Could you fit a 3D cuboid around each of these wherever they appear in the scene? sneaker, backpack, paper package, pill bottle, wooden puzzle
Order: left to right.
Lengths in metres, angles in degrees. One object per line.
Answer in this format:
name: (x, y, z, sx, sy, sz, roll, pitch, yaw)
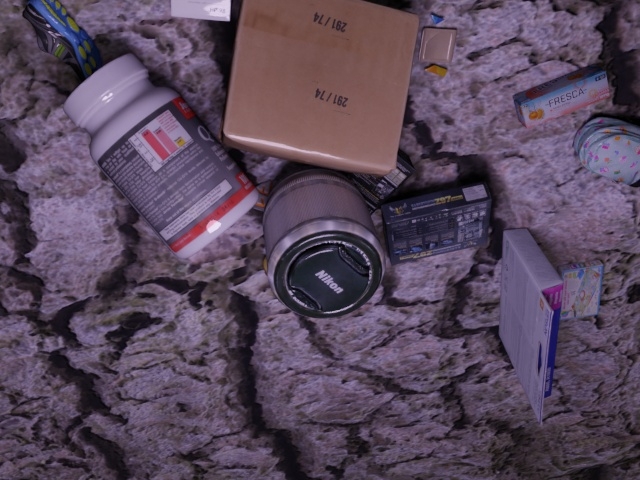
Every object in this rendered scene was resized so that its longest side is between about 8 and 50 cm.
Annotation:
sneaker: (-0.487, -0.374, 1.285, 0.078, 0.067, 0.188, -16, 125, 29)
pill bottle: (-0.305, -0.161, 1.299, 0.210, 0.210, 0.363, -36, 101, 15)
sneaker: (-0.056, -0.075, 1.487, 0.215, 0.084, 0.083, 6, 138, -2)
paper package: (-0.006, -0.296, 1.251, 0.325, 0.168, 0.309, 9, 92, -11)
wooden puzzle: (0.235, -0.393, 1.364, 0.079, 0.014, 0.116, 5, 120, -13)
backpack: (0.645, -0.197, 1.459, 0.182, 0.115, 0.151, 16, 120, -11)

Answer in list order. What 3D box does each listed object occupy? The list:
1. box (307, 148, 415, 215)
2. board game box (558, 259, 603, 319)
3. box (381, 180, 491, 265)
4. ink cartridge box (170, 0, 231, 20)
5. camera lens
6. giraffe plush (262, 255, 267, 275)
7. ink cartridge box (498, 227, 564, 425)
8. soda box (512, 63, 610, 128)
box: (0.085, -0.165, 1.445, 0.180, 0.077, 0.147, 35, 112, -23)
board game box: (0.650, 0.126, 1.700, 0.104, 0.026, 0.154, -8, 121, -1)
box: (0.258, -0.035, 1.510, 0.233, 0.059, 0.183, -13, 146, 3)
ink cartridge box: (-0.209, -0.434, 1.199, 0.104, 0.180, 0.060, 3, 120, -7)
camera lens: (0.000, 0.000, 1.323, 0.220, 0.274, 0.219, -4, 124, -6)
giraffe plush: (-0.022, 0.082, 1.526, 0.211, 0.170, 0.181, -14, 120, 3)
ink cartridge box: (0.489, 0.189, 1.546, 0.072, 0.330, 0.323, -7, 121, -1)
soda box: (0.502, -0.302, 1.415, 0.183, 0.058, 0.062, -21, 120, 6)
